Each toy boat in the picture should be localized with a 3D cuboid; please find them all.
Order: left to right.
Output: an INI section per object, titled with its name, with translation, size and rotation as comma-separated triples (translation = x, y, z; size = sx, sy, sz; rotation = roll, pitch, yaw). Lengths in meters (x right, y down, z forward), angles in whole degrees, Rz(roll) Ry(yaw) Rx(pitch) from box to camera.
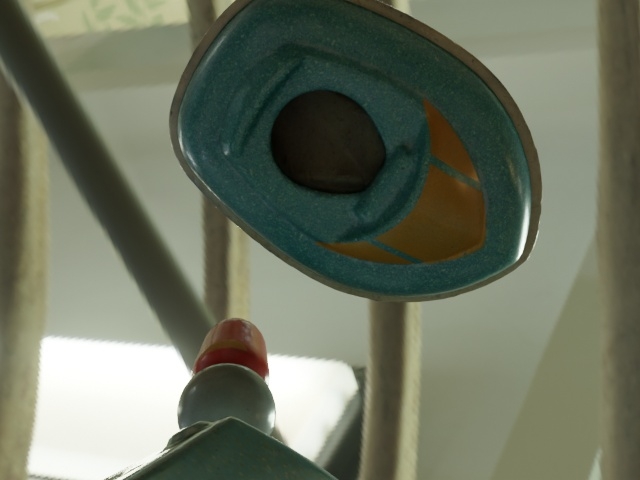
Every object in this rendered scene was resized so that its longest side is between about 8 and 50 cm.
[toy boat]
translation = 0.000, 0.000, 0.836
size = 0.267, 0.318, 0.148
rotation = 28, -163, -9

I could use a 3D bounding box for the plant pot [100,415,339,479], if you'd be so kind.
[plant pot]
translation = -0.066, 0.233, 0.582
size = 0.248, 0.252, 0.247
rotation = -29, 176, 22
